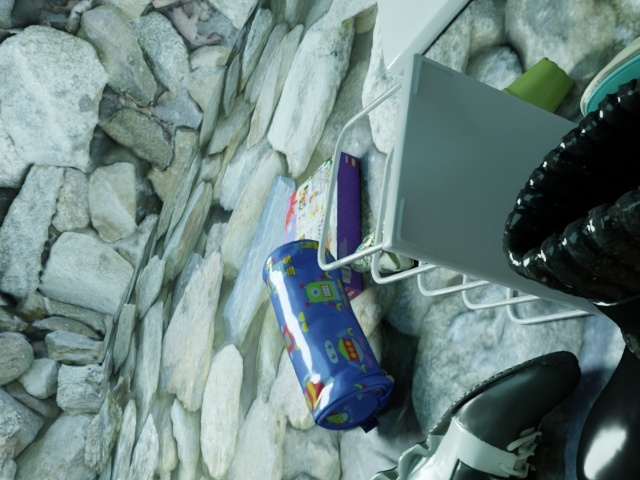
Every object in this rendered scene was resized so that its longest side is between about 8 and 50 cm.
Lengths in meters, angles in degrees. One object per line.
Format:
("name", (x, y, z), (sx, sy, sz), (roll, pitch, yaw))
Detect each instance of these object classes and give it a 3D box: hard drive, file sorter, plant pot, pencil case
("hard drive", (0.222, -0.486, 1.148), (0.353, 0.047, 0.233), (-44, 37, 44))
("file sorter", (0.162, -0.031, 0.709), (0.173, 0.277, 0.193), (-28, 49, 62))
("plant pot", (0.270, -0.183, 0.826), (0.079, 0.083, 0.083), (-49, 32, 19))
("pencil case", (0.009, 0.139, 1.018), (0.119, 0.133, 0.306), (97, 155, -50))

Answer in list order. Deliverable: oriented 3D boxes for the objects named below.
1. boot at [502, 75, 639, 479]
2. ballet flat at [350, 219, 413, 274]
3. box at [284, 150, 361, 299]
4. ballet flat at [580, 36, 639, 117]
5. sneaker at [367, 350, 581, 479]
("boot", (0.237, 0.070, 0.496), (0.348, 0.260, 0.131), (-64, 26, 15))
("ballet flat", (0.124, -0.002, 0.992), (0.241, 0.091, 0.077), (-52, 54, 43))
("box", (0.000, 0.000, 1.263), (0.201, 0.057, 0.293), (-39, 41, 47))
("ballet flat", (0.368, -0.194, 0.641), (0.248, 0.086, 0.086), (-32, 46, 52))
("sneaker", (0.176, 0.253, 0.700), (0.330, 0.122, 0.146), (-55, 48, 30))
